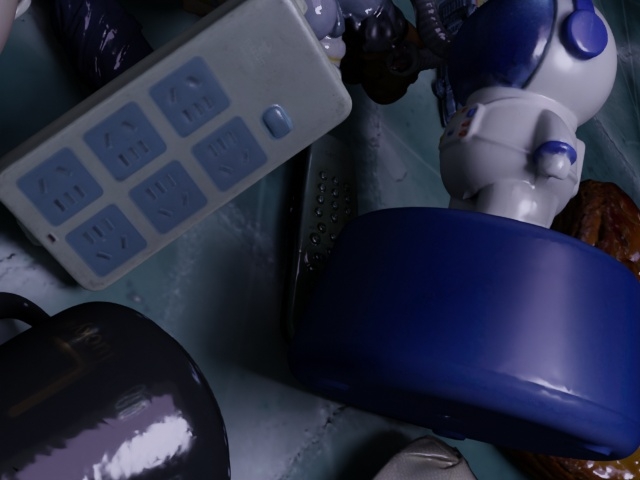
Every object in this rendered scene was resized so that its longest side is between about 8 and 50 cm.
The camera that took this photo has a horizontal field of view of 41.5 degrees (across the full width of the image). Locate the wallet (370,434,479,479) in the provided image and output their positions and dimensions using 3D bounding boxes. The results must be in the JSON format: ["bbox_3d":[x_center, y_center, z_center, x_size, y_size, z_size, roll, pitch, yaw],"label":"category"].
[{"bbox_3d":[0.097,0.329,0.709,0.335,0.068,0.275,55,49,-16],"label":"wallet"}]

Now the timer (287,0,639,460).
[{"bbox_3d":[0.146,-0.036,0.692,0.270,0.270,0.383,25,71,-31],"label":"timer"}]

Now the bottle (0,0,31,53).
[{"bbox_3d":[-0.266,-0.195,0.577,0.148,0.148,0.236,37,43,-23],"label":"bottle"}]

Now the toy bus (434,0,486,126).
[{"bbox_3d":[0.185,-0.219,1.038,0.075,0.064,0.190,26,55,-38],"label":"toy bus"}]

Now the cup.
[{"bbox_3d":[-0.176,0.122,0.510,0.223,0.169,0.177,39,47,26],"label":"cup"}]

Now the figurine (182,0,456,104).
[{"bbox_3d":[-0.051,-0.239,0.741,0.382,0.261,0.186,32,85,-50],"label":"figurine"}]

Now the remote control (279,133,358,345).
[{"bbox_3d":[0.000,0.000,0.786,0.072,0.042,0.221,22,58,-33],"label":"remote control"}]

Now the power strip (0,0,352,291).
[{"bbox_3d":[-0.101,-0.076,0.610,0.270,0.046,0.118,-36,120,-3],"label":"power strip"}]

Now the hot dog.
[{"bbox_3d":[0.327,0.094,0.938,0.267,0.174,0.387,45,48,-14],"label":"hot dog"}]

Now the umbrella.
[{"bbox_3d":[-0.213,-0.222,0.698,0.071,0.071,0.248,-26,82,-45],"label":"umbrella"}]
